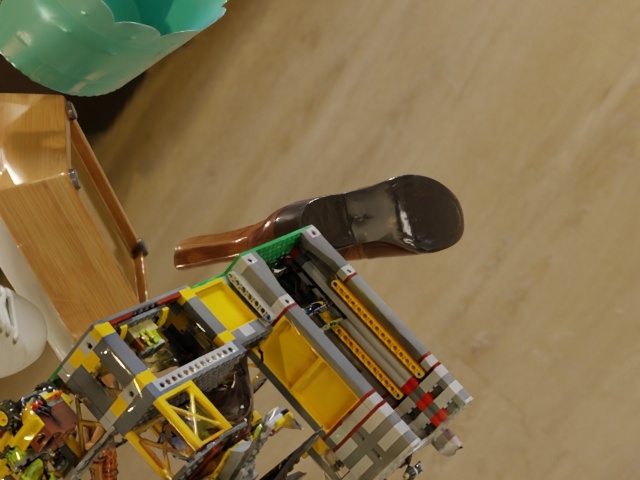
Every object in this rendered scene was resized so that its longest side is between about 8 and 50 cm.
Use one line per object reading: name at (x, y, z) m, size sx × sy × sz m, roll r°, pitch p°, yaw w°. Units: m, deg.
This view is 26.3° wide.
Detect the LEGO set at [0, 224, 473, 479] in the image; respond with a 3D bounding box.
LEGO set at (-0.054, 0.147, 0.859) m, size 0.192 × 0.331 × 0.255 m, roll 47°, pitch 111°, yaw 12°

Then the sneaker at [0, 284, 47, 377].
sneaker at (-0.342, 0.069, 1.336) m, size 0.123 × 0.290 × 0.106 m, roll -24°, pitch 70°, yaw 22°

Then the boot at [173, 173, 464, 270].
boot at (0.000, 0.000, 1.650) m, size 0.280 × 0.264 × 0.096 m, roll -15°, pitch 90°, yaw 54°

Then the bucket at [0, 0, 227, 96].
bucket at (-0.258, -0.313, 1.572) m, size 0.183 × 0.281 × 0.281 m, roll -32°, pitch 62°, yaw 43°

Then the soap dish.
soap dish at (-0.288, -0.008, 1.558) m, size 0.118 × 0.291 × 0.229 m, roll -21°, pitch 34°, yaw 2°
